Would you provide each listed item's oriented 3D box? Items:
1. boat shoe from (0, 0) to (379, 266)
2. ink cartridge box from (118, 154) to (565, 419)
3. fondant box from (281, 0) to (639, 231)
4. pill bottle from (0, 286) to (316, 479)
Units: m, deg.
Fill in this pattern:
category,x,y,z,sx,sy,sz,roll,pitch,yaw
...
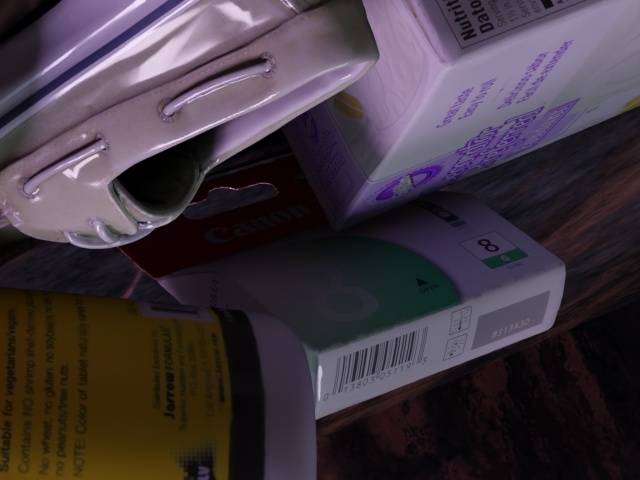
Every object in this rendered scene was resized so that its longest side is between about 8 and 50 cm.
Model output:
category,x,y,z,sx,sy,sz,roll,pitch,yaw
boat shoe,-0.097,-0.046,0.799,0.109,0.094,0.302,-13,163,-48
ink cartridge box,0.000,0.000,1.038,0.181,0.224,0.056,-18,133,-34
fondant box,0.154,-0.137,0.956,0.330,0.096,0.238,-22,168,-18
pill bottle,-0.182,0.113,0.855,0.334,0.188,0.188,6,159,-13
